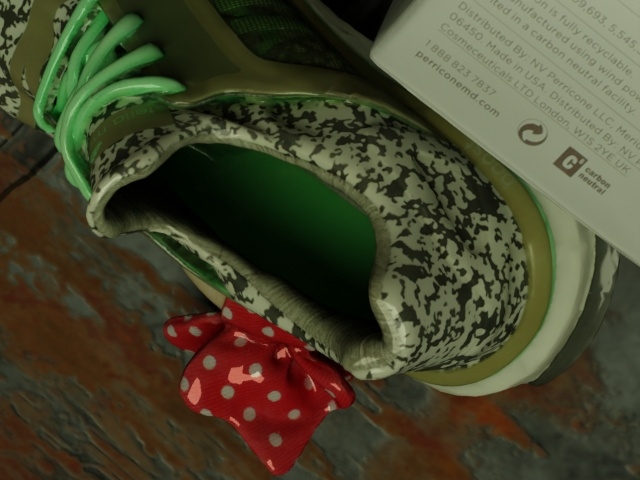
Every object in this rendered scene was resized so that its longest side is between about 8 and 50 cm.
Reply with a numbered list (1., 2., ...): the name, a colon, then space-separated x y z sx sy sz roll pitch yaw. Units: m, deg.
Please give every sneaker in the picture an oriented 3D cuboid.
1. sneaker: -0.065 -0.061 0.815 0.410 0.182 0.158 30 111 23

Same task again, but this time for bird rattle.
1. bird rattle: 0.000 0.000 0.974 0.253 0.143 0.207 -19 115 37

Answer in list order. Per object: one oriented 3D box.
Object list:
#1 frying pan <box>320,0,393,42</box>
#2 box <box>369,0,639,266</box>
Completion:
1. frying pan: -0.042 -0.218 0.889 0.197 0.053 0.326 2 120 14
2. box: 0.203 -0.187 0.747 0.168 0.215 0.345 37 122 -8
